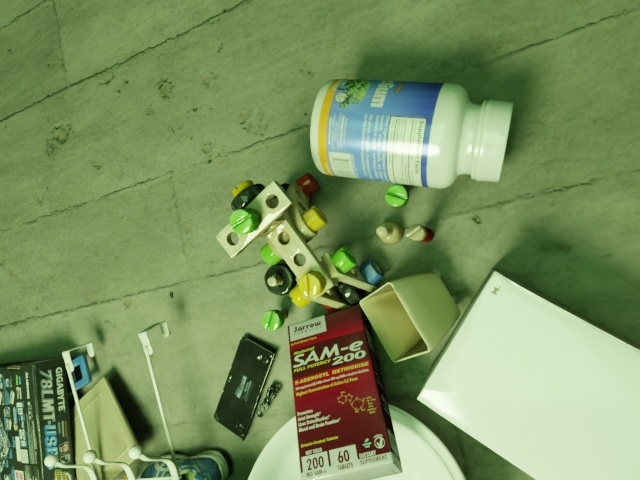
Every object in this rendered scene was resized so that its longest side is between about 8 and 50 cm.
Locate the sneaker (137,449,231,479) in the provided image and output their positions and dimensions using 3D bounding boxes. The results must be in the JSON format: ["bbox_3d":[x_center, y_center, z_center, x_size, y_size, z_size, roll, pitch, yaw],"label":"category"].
[{"bbox_3d":[-0.277,0.451,0.843,0.211,0.081,0.080,-24,82,20],"label":"sneaker"}]

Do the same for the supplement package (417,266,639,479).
[{"bbox_3d":[0.303,0.189,0.602,0.262,0.145,0.203,31,99,19],"label":"supplement package"}]

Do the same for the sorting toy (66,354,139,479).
[{"bbox_3d":[-0.452,0.407,0.920,0.196,0.047,0.347,-45,67,15],"label":"sorting toy"}]

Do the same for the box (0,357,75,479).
[{"bbox_3d":[-0.652,0.414,0.964,0.294,0.073,0.295,-14,82,32],"label":"box"}]

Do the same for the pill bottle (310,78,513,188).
[{"bbox_3d":[0.135,-0.160,0.668,0.272,0.152,0.152,9,92,20],"label":"pill bottle"}]

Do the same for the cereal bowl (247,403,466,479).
[{"bbox_3d":[0.059,0.419,0.654,0.339,0.141,0.338,-11,51,14],"label":"cereal bowl"}]

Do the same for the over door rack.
[{"bbox_3d":[-0.382,0.331,0.806,0.240,0.108,0.323,-16,76,24],"label":"over door rack"}]

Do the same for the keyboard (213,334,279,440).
[{"bbox_3d":[-0.128,0.278,0.825,0.108,0.023,0.180,23,97,26],"label":"keyboard"}]

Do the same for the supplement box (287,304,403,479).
[{"bbox_3d":[0.030,0.229,0.671,0.130,0.073,0.239,-19,48,10],"label":"supplement box"}]

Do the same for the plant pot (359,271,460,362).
[{"bbox_3d":[0.144,0.108,0.676,0.109,0.096,0.109,61,152,12],"label":"plant pot"}]

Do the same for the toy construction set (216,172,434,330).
[{"bbox_3d":[0.000,0.000,0.669,0.309,0.237,0.257,-12,85,19],"label":"toy construction set"}]
